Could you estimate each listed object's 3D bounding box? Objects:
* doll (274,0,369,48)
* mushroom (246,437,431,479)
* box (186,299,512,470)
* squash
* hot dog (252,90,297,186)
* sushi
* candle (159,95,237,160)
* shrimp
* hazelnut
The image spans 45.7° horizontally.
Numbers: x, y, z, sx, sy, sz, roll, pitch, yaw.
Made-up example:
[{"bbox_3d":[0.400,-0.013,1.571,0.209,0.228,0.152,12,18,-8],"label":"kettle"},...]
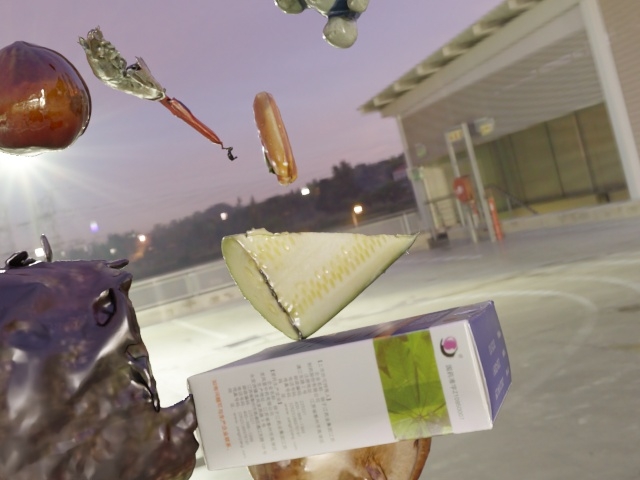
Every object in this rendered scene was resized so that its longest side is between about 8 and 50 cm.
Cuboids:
[{"bbox_3d":[0.001,-0.441,1.130,0.154,0.228,0.258,-37,-35,-9],"label":"doll"},{"bbox_3d":[0.049,0.335,1.137,0.345,0.345,0.260,-16,16,-36],"label":"mushroom"},{"bbox_3d":[0.039,0.150,0.811,0.300,0.106,0.200,-15,-4,19],"label":"box"},{"bbox_3d":[0.000,0.000,1.042,0.252,0.169,0.093,-39,13,-30],"label":"squash"},{"bbox_3d":[-0.099,-0.212,1.611,0.062,0.235,0.092,-17,-28,0],"label":"hot dog"},{"bbox_3d":[-0.306,0.156,0.689,0.294,0.281,0.299,-14,11,-35],"label":"sushi"},{"bbox_3d":[-0.209,-0.197,1.312,0.026,0.167,0.021,-49,9,15],"label":"candle"},{"bbox_3d":[-0.301,-0.263,1.158,0.126,0.047,0.223,23,-8,2],"label":"shrimp"},{"bbox_3d":[-0.544,-0.264,1.415,0.217,0.217,0.251,-15,24,-20],"label":"hazelnut"}]
